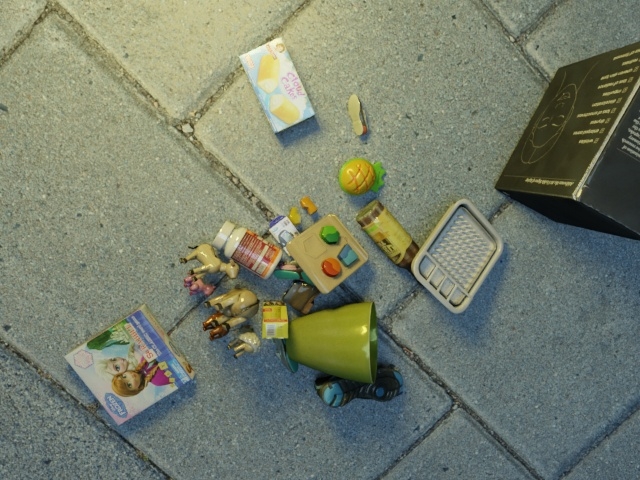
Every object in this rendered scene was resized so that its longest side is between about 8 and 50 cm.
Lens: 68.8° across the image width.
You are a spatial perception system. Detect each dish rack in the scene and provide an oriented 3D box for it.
[{"bbox_3d":[0.467,0.053,1.620,0.285,0.072,0.333,42,78,-21],"label":"dish rack"}]

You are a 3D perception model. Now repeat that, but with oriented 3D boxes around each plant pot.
[{"bbox_3d":[0.038,0.347,1.613,0.293,0.275,0.275,-1,100,12],"label":"plant pot"}]

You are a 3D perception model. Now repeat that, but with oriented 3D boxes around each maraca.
[{"bbox_3d":[0.143,-0.216,1.594,0.186,0.099,0.127,-3,110,-29],"label":"maraca"}]

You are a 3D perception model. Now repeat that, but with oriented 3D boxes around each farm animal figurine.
[{"bbox_3d":[-0.304,0.182,1.543,0.172,0.327,0.330,-26,119,-31],"label":"farm animal figurine"}]

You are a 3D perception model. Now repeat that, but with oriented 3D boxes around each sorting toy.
[{"bbox_3d":[0.000,0.000,1.567,0.229,0.041,0.307,-36,84,-32],"label":"sorting toy"}]

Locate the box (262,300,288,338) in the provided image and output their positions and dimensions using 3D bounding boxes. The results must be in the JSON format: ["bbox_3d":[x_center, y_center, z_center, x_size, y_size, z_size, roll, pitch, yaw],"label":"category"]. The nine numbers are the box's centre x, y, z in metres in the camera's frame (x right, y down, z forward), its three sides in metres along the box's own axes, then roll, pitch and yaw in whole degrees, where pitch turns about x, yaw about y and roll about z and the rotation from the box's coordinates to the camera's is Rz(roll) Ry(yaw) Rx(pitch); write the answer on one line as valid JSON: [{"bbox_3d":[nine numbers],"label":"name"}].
[{"bbox_3d":[-0.155,0.264,1.581,0.087,0.232,0.058,1,100,-6],"label":"box"}]

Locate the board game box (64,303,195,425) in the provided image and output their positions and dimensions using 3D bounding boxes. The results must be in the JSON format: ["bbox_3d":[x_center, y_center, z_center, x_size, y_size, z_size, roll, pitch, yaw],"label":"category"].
[{"bbox_3d":[-0.671,0.443,1.660,0.318,0.066,0.318,-33,100,2],"label":"board game box"}]

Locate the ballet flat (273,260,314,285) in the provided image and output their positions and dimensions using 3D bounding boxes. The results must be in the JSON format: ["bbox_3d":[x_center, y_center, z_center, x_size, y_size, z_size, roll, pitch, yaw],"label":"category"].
[{"bbox_3d":[-0.056,0.105,1.609,0.221,0.079,0.077,8,140,24],"label":"ballet flat"}]

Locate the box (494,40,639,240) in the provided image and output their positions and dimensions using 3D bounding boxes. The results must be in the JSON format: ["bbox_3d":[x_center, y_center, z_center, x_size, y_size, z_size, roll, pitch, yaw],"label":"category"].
[{"bbox_3d":[0.860,-0.293,1.434,0.297,0.480,0.472,27,97,-9],"label":"box"}]

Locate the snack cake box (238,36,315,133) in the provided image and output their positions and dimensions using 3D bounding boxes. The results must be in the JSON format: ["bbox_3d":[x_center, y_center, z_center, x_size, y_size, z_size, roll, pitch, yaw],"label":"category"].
[{"bbox_3d":[-0.138,-0.500,1.527,0.152,0.089,0.264,-25,101,1],"label":"snack cake box"}]

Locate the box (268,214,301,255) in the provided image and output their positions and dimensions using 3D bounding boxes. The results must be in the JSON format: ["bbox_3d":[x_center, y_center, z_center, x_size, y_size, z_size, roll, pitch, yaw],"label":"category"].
[{"bbox_3d":[-0.118,-0.022,1.640,0.081,0.028,0.136,-37,102,3],"label":"box"}]

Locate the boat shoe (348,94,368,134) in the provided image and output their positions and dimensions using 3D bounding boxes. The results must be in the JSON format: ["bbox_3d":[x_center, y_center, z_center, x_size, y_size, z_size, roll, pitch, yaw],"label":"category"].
[{"bbox_3d":[0.131,-0.425,1.583,0.043,0.049,0.137,-21,101,-43],"label":"boat shoe"}]

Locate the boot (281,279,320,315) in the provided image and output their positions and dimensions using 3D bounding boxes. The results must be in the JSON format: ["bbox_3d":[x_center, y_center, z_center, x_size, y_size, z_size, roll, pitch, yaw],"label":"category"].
[{"bbox_3d":[-0.046,0.153,1.648,0.106,0.082,0.219,28,98,-11],"label":"boot"}]

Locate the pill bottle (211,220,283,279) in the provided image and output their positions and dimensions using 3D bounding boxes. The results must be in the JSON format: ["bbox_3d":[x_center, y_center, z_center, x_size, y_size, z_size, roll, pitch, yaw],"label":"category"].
[{"bbox_3d":[-0.249,0.031,1.592,0.221,0.121,0.121,32,96,-9],"label":"pill bottle"}]

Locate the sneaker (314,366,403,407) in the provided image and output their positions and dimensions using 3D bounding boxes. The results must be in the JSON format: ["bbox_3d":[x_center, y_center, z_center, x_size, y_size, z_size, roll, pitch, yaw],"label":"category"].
[{"bbox_3d":[0.141,0.519,1.710,0.341,0.139,0.125,3,90,-23],"label":"sneaker"}]

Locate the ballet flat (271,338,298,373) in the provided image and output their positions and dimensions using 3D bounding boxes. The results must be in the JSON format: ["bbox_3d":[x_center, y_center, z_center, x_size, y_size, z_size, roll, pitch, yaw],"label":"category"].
[{"bbox_3d":[-0.137,0.383,1.696,0.068,0.072,0.213,-10,101,26],"label":"ballet flat"}]

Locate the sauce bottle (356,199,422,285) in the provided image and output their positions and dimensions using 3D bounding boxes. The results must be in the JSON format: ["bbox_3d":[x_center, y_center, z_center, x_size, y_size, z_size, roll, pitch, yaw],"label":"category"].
[{"bbox_3d":[0.270,0.016,1.631,0.111,0.111,0.344,-43,101,4],"label":"sauce bottle"}]
